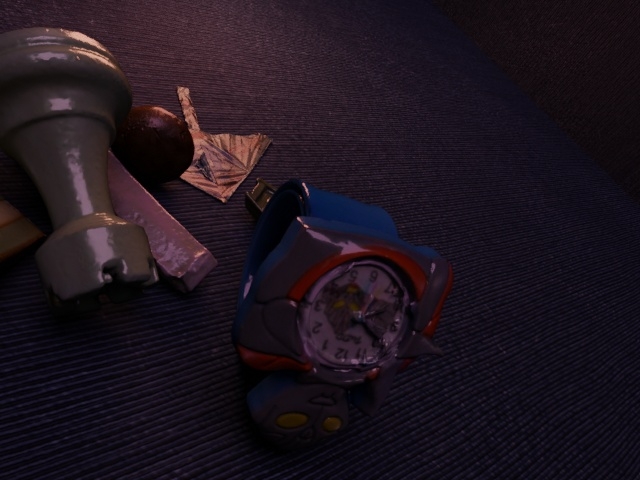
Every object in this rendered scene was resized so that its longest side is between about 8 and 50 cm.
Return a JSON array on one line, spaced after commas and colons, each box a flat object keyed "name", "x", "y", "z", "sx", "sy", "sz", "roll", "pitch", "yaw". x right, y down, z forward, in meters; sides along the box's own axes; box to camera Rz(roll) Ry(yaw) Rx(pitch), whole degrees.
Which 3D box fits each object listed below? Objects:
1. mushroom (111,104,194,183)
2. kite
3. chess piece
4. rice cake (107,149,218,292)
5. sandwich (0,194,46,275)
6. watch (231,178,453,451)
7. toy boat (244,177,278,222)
[{"name": "mushroom", "x": -0.255, "y": -0.148, "z": 0.770, "sx": 0.127, "sy": 0.127, "sz": 0.087, "roll": 13, "pitch": 32, "yaw": -24}, {"name": "kite", "x": -0.225, "y": -0.186, "z": 0.916, "sx": 0.336, "sy": 0.011, "sz": 0.314, "roll": -2, "pitch": 52, "yaw": -36}, {"name": "chess piece", "x": -0.292, "y": -0.070, "z": 0.594, "sx": 0.195, "sy": 0.195, "sz": 0.298, "roll": -12, "pitch": 75, "yaw": -41}, {"name": "rice cake", "x": -0.289, "y": -0.065, "z": 0.716, "sx": 0.365, "sy": 0.056, "sz": 0.073, "roll": 44, "pitch": 57, "yaw": 11}, {"name": "sandwich", "x": -0.377, "y": -0.017, "z": 0.530, "sx": 0.117, "sy": 0.144, "sz": 0.187, "roll": 46, "pitch": 39, "yaw": -14}, {"name": "watch", "x": -0.011, "y": 0.090, "z": 0.647, "sx": 0.242, "sy": 0.304, "sz": 0.274, "roll": 17, "pitch": 13, "yaw": -24}, {"name": "toy boat", "x": 0.000, "y": 0.000, "z": 0.852, "sx": 0.293, "sy": 0.055, "sz": 0.093, "roll": 31, "pitch": 39, "yaw": -3}]
